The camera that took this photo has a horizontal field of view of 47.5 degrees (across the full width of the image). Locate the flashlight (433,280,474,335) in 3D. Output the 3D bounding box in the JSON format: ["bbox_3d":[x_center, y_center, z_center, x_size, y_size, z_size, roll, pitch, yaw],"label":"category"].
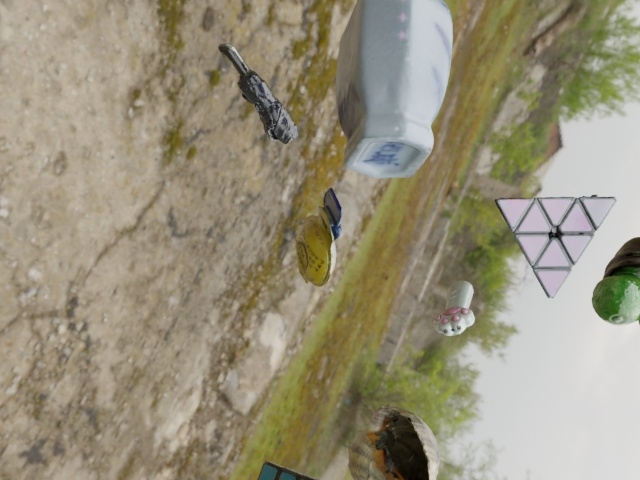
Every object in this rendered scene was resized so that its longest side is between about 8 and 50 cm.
[{"bbox_3d":[0.314,0.149,1.676,0.047,0.093,0.200,64,26,-17],"label":"flashlight"}]

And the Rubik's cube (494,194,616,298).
[{"bbox_3d":[0.384,0.013,1.303,0.211,0.190,0.178,158,-64,-63],"label":"Rubik's cube"}]

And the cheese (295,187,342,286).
[{"bbox_3d":[0.000,0.000,1.483,0.250,0.064,0.156,113,-38,-49],"label":"cheese"}]

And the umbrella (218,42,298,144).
[{"bbox_3d":[-0.130,-0.302,1.509,0.248,0.071,0.071,56,46,-30],"label":"umbrella"}]

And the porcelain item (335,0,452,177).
[{"bbox_3d":[0.132,-0.328,1.325,0.242,0.178,0.405,123,-28,-68],"label":"porcelain item"}]

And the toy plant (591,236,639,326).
[{"bbox_3d":[0.699,0.110,1.589,0.175,0.218,0.235,-49,-167,51],"label":"toy plant"}]

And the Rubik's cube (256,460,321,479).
[{"bbox_3d":[-0.035,0.537,1.400,0.163,0.160,0.162,36,67,-42],"label":"Rubik's cube"}]

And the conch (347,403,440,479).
[{"bbox_3d":[0.184,0.476,1.595,0.159,0.291,0.210,17,92,-41],"label":"conch"}]
